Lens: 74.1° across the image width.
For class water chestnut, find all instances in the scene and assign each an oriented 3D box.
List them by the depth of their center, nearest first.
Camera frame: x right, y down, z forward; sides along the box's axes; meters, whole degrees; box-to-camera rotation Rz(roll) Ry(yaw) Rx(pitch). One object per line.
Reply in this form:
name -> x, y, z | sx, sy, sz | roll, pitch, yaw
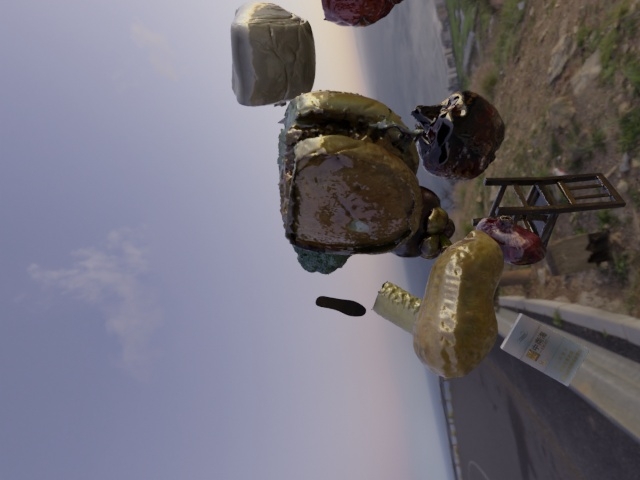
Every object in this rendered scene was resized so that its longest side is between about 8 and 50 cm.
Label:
water chestnut -> 0.426, -0.329, 1.339 | 0.244, 0.289, 0.288 | 18, -125, -43

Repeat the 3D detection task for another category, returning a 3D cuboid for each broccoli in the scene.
broccoli -> 0.000, 0.000, 1.622 | 0.270, 0.270, 0.269 | 56, 171, 45

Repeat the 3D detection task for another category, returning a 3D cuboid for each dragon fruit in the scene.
dragon fruit -> 0.133, -0.817, 1.384 | 0.228, 0.286, 0.329 | 43, -157, 8

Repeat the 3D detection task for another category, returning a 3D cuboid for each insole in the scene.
insole -> 0.058, 0.181, 1.168 | 0.002, 0.153, 0.053 | -105, 33, -60

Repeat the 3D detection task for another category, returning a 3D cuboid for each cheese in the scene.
cheese -> 0.253, 0.209, 1.307 | 0.094, 0.167, 0.123 | -37, -30, -48

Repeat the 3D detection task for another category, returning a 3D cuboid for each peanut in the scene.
peanut -> 0.216, 0.092, 0.642 | 0.236, 0.120, 0.110 | -63, -20, -21

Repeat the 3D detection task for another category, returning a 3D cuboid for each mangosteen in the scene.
mangosteen -> 0.255, -0.038, 1.089 | 0.194, 0.231, 0.194 | -30, -46, -37

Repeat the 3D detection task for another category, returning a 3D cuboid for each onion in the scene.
onion -> 0.539, 0.006, 1.239 | 0.206, 0.098, 0.151 | 34, 169, 45

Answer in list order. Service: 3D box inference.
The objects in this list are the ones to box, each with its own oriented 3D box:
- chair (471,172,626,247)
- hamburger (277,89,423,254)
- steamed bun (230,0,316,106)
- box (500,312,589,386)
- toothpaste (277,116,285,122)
chair -> 0.805, -0.093, 1.547 | 0.203, 0.417, 0.240 | -89, -3, -45
hamburger -> 0.053, -0.104, 0.797 | 0.317, 0.277, 0.195 | 108, 165, -53
steamed bun -> -0.123, -0.506, 1.152 | 0.383, 0.237, 0.246 | -108, 20, -57
box -> 0.799, 0.387, 1.523 | 0.155, 0.243, 0.067 | -62, -18, 2
toothpaste -> -0.065, -0.483, 1.638 | 0.266, 0.096, 0.061 | 1, 95, 55
